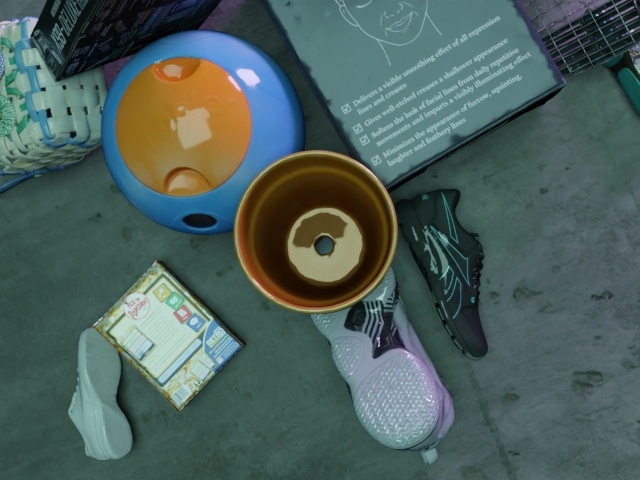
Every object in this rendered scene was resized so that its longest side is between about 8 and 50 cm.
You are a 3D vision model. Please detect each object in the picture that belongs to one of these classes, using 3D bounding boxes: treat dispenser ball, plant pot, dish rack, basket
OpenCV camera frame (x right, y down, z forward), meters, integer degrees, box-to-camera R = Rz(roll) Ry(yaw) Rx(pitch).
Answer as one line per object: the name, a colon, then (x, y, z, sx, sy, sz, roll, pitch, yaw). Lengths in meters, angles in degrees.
treat dispenser ball: (-0.164, -0.152, 1.197, 0.288, 0.288, 0.288, 0, 92, 6)
plant pot: (0.000, 0.000, 1.130, 0.205, 0.188, 0.205, -1, 83, 4)
dish rack: (0.352, -0.379, 1.193, 0.074, 0.208, 0.271, -35, 98, -35)
basket: (-0.461, -0.218, 1.285, 0.289, 0.201, 0.255, -12, 90, 41)

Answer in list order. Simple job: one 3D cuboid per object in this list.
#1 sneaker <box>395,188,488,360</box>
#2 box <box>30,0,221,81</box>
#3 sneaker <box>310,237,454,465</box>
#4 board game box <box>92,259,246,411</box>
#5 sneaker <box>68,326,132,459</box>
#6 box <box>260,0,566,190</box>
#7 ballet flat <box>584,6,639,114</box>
sneaker: (0.205, 0.049, 1.260, 0.106, 0.101, 0.267, -23, 90, 4)
box: (-0.222, -0.329, 1.087, 0.242, 0.307, 0.076, -30, 93, -30)
sneaker: (0.090, 0.164, 1.263, 0.137, 0.210, 0.366, -25, 55, 6)
board game box: (-0.237, 0.150, 1.329, 0.193, 0.045, 0.147, 45, 89, 3)
sneaker: (-0.370, 0.248, 1.346, 0.094, 0.080, 0.212, -13, 84, 31)
box: (0.110, -0.302, 1.202, 0.293, 0.212, 0.395, -30, 89, 7)
ballet flat: (0.459, -0.271, 1.248, 0.070, 0.070, 0.188, -30, 90, 6)
